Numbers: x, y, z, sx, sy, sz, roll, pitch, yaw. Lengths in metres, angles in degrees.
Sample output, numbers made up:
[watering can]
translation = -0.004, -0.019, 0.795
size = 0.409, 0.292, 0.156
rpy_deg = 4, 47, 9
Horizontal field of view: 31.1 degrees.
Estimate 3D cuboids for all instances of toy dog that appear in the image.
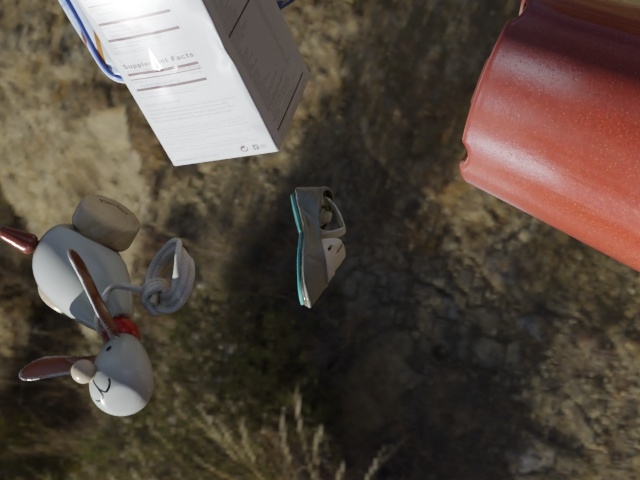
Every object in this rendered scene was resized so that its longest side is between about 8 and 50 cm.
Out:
[toy dog]
translation = -0.295, 0.062, 1.363
size = 0.334, 0.161, 0.220
rpy_deg = 27, 99, 61

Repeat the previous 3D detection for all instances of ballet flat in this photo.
[ballet flat]
translation = 0.000, 0.000, 1.471
size = 0.213, 0.068, 0.072
rpy_deg = -96, -1, -50

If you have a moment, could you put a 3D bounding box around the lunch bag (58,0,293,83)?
[lunch bag]
translation = -0.167, -0.324, 1.339
size = 0.303, 0.115, 0.243
rpy_deg = -30, 95, 8

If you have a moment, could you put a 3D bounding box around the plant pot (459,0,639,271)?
[plant pot]
translation = 0.287, -0.099, 1.047
size = 0.265, 0.272, 0.272
rpy_deg = 24, 100, 17

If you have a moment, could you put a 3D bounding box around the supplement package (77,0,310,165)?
[supplement package]
translation = -0.129, -0.218, 1.187
size = 0.134, 0.244, 0.139
rpy_deg = -6, 41, 25
